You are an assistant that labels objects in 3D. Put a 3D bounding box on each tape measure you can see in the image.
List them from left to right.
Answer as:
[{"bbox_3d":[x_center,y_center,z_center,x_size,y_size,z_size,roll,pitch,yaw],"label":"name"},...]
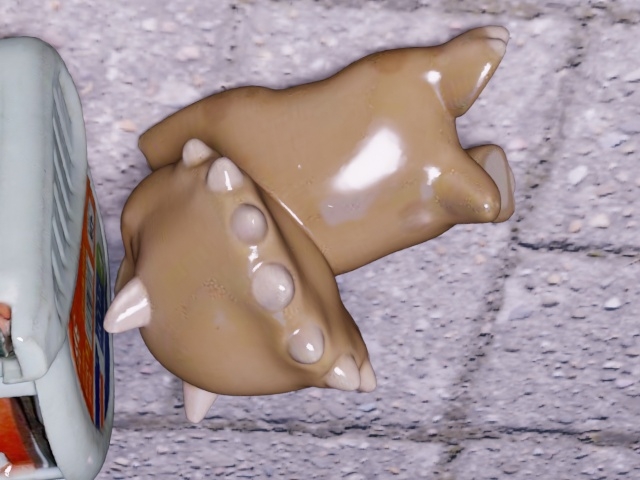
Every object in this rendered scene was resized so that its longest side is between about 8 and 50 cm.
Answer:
[{"bbox_3d":[-0.188,0.027,1.049,0.125,0.243,0.246,-4,138,1],"label":"tape measure"}]

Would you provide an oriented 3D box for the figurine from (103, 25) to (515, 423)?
[{"bbox_3d":[-0.003,0.003,1.093,0.247,0.173,0.177,-7,138,3],"label":"figurine"}]
